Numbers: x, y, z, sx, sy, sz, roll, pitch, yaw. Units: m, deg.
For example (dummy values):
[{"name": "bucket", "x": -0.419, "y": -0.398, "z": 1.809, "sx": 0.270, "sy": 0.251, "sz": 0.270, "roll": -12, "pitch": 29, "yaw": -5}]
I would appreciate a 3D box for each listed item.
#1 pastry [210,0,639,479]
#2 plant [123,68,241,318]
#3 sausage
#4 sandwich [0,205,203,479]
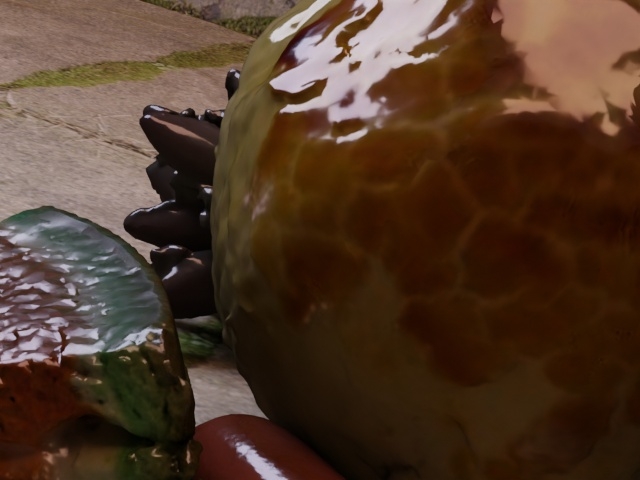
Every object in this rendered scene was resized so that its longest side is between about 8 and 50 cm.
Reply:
[{"name": "pastry", "x": 0.122, "y": -0.019, "z": 0.973, "sx": 0.389, "sy": 0.312, "sz": 0.388, "roll": 9, "pitch": 53, "yaw": -12}, {"name": "plant", "x": 0.000, "y": 0.000, "z": 1.223, "sx": 0.321, "sy": 0.194, "sz": 0.181, "roll": 18, "pitch": 11, "yaw": 1}, {"name": "sausage", "x": -0.016, "y": 0.150, "z": 0.888, "sx": 0.077, "sy": 0.077, "sz": 0.194, "roll": 6, "pitch": 14, "yaw": -32}, {"name": "sandwich", "x": -0.171, "y": 0.068, "z": 0.914, "sx": 0.212, "sy": 0.109, "sz": 0.292, "roll": -1, "pitch": 20, "yaw": -4}]
